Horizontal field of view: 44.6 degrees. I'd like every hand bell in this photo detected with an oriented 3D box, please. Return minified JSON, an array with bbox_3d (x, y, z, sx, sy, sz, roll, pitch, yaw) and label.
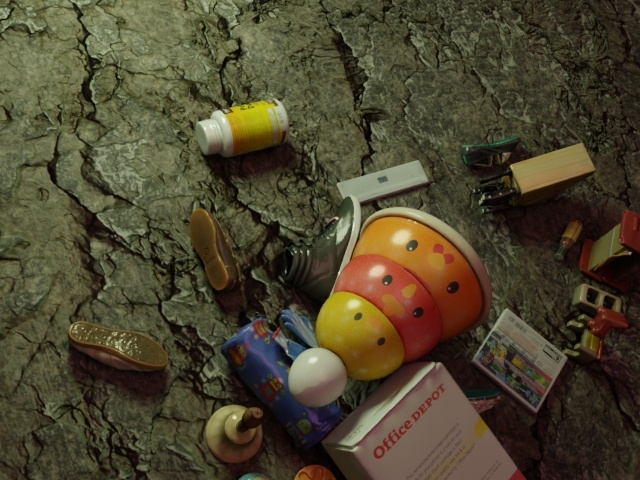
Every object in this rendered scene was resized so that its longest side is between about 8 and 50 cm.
[{"bbox_3d":[-0.155,0.375,1.587,0.126,0.242,0.126,6,66,-14],"label":"hand bell"}]

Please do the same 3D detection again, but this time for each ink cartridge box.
[{"bbox_3d":[0.231,0.485,1.651,0.279,0.160,0.384,-39,99,-26],"label":"ink cartridge box"}]

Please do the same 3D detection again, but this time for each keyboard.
[{"bbox_3d":[0.167,-0.151,2.050,0.256,0.014,0.072,-17,68,-23],"label":"keyboard"}]

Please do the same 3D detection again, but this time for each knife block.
[{"bbox_3d":[0.545,-0.161,2.048,0.242,0.276,0.088,0,64,-50],"label":"knife block"}]

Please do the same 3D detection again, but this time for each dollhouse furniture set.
[{"bbox_3d":[0.767,0.134,2.002,0.152,0.201,0.374,24,62,-6],"label":"dollhouse furniture set"}]

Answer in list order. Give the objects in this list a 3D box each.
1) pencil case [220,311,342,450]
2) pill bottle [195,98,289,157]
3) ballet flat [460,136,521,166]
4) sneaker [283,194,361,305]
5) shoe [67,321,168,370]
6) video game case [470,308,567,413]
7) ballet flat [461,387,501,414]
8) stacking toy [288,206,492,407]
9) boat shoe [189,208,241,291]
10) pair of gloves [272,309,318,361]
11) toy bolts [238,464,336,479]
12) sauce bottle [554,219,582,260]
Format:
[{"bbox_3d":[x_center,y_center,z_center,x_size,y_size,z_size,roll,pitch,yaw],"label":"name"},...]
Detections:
[{"bbox_3d":[-0.084,0.309,1.710,0.306,0.119,0.133,49,18,8],"label":"pencil case"},{"bbox_3d":[-0.193,-0.275,1.930,0.215,0.117,0.117,-17,73,-24],"label":"pill bottle"},{"bbox_3d":[0.471,-0.240,2.156,0.203,0.074,0.074,-13,72,-28],"label":"ballet flat"},{"bbox_3d":[0.000,0.000,1.875,0.147,0.104,0.295,22,67,-13],"label":"sneaker"},{"bbox_3d":[-0.435,0.233,1.674,0.219,0.058,0.076,21,43,-12],"label":"shoe"},{"bbox_3d":[0.497,0.299,1.948,0.201,0.023,0.183,40,62,1],"label":"video game case"},{"bbox_3d":[0.306,0.390,1.827,0.241,0.091,0.077,0,98,-13],"label":"ballet flat"},{"bbox_3d":[0.113,0.187,1.677,0.350,0.350,0.480,43,58,4],"label":"stacking toy"},{"bbox_3d":[-0.243,0.024,1.818,0.073,0.073,0.206,4,64,-57],"label":"boat shoe"},{"bbox_3d":[-0.037,0.230,1.750,0.159,0.023,0.198,44,20,-8],"label":"pair of gloves"},{"bbox_3d":[-0.062,0.533,1.594,0.229,0.158,0.218,30,62,-3],"label":"toy bolts"},{"bbox_3d":[0.672,-0.001,2.122,0.042,0.042,0.128,38,62,1],"label":"sauce bottle"}]
